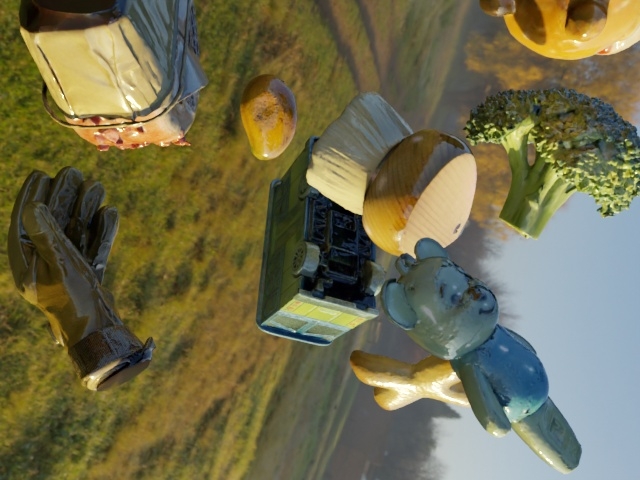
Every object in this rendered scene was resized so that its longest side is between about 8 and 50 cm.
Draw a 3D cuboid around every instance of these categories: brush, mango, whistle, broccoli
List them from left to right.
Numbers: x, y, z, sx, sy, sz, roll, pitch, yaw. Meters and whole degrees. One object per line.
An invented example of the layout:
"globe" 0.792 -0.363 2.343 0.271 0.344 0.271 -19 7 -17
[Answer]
"mango" -0.099 -0.248 1.204 0.089 0.115 0.165 -128 -158 -76
"brush" 0.111 -0.074 0.847 0.174 0.166 0.267 -55 152 0
"whistle" 0.145 0.101 0.512 0.077 0.235 0.114 -38 -176 42
"broccoli" 0.466 -0.167 1.194 0.302 0.375 0.249 -63 177 -12

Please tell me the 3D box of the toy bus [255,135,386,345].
"toy bus" 0.000 0.000 1.029 0.190 0.152 0.312 -42 -142 51

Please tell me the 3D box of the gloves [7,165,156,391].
"gloves" -0.352 0.052 0.864 0.141 0.331 0.154 -31 170 29

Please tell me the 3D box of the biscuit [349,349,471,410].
"biscuit" 0.168 0.238 1.019 0.164 0.208 0.047 56 37 -33

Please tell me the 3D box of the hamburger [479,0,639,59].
"hamburger" 0.389 -0.412 0.935 0.237 0.276 0.276 -30 144 -33

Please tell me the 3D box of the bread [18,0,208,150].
"bread" -0.181 -0.189 0.538 0.212 0.142 0.224 88 0 -70
